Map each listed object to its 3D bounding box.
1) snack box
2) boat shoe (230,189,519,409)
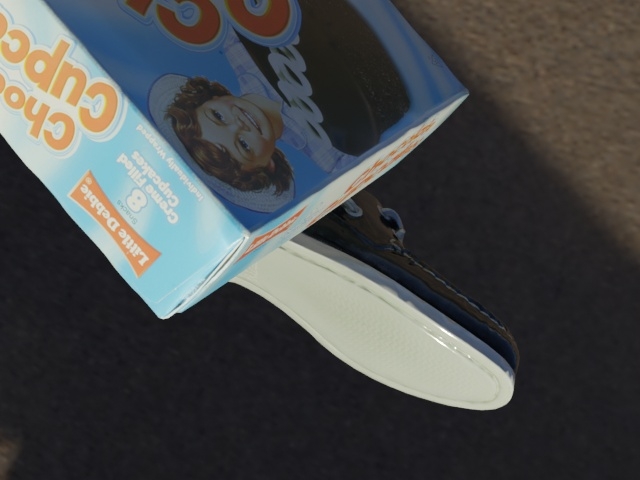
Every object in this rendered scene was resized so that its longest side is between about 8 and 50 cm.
[{"bbox_3d":[-0.100,-0.136,0.625,0.060,0.322,0.187,-44,176,35],"label":"snack box"},{"bbox_3d":[0.000,0.000,1.021,0.091,0.302,0.114,-56,174,-32],"label":"boat shoe"}]
